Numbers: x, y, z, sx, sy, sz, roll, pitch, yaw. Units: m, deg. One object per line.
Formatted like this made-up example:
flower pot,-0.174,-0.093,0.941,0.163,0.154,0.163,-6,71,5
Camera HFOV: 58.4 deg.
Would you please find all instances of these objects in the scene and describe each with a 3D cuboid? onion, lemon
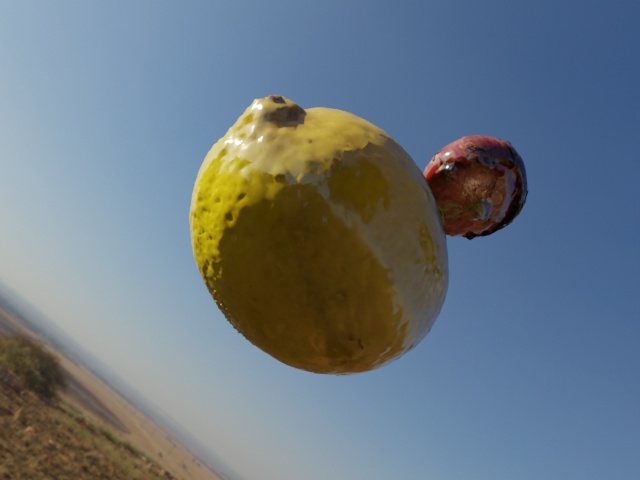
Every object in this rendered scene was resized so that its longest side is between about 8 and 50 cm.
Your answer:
onion,0.242,-0.094,0.937,0.184,0.184,0.147,53,12,-31
lemon,0.002,0.004,0.546,0.263,0.236,0.236,57,-23,1
